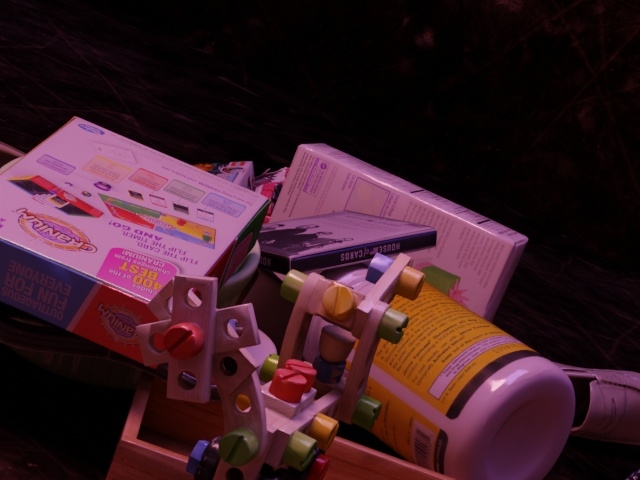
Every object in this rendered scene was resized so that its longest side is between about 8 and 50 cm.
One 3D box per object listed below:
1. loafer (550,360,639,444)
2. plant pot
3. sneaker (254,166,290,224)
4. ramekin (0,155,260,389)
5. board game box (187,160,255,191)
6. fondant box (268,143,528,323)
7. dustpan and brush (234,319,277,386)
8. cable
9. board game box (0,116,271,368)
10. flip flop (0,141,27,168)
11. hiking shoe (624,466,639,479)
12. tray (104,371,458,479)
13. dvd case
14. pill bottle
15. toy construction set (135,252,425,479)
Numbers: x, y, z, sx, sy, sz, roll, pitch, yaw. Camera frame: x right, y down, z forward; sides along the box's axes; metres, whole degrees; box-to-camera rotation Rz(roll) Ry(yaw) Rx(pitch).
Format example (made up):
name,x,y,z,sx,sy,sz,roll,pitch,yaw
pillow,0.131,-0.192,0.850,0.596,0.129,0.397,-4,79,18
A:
name,x,y,z,sx,sy,sz,roll,pitch,yaw
loafer,0.364,0.228,2.134,0.319,0.112,0.111,13,19,-6
plant pot,-0.085,0.084,1.989,0.096,0.109,0.109,27,9,-31
sneaker,-0.100,-0.055,2.513,0.112,0.120,0.299,-7,1,8
ramekin,-0.232,0.035,1.726,0.303,0.148,0.303,17,24,-8
board game box,-0.210,-0.040,2.133,0.193,0.053,0.305,-2,19,9
fondant box,0.084,0.039,2.131,0.330,0.238,0.096,26,12,17
dustpan and brush,-0.076,0.153,1.837,0.211,0.060,0.147,16,25,3
cable,-0.188,0.116,1.525,0.287,0.072,0.139,2,37,-22
board game box,-0.211,-0.009,1.571,0.242,0.064,0.316,23,26,6
flip flop,-0.411,-0.059,2.060,0.277,0.112,0.080,18,27,-41
hiking shoe,0.401,0.347,1.769,0.132,0.113,0.304,51,4,-7
tray,0.002,0.253,1.492,0.411,0.076,0.203,20,13,-5
dvd case,0.000,0.000,1.951,0.239,0.029,0.179,-10,15,-38
pill bottle,0.120,0.156,1.823,0.188,0.188,0.334,9,19,-46
toy construction set,-0.029,0.115,1.356,0.151,0.215,0.328,28,15,28
